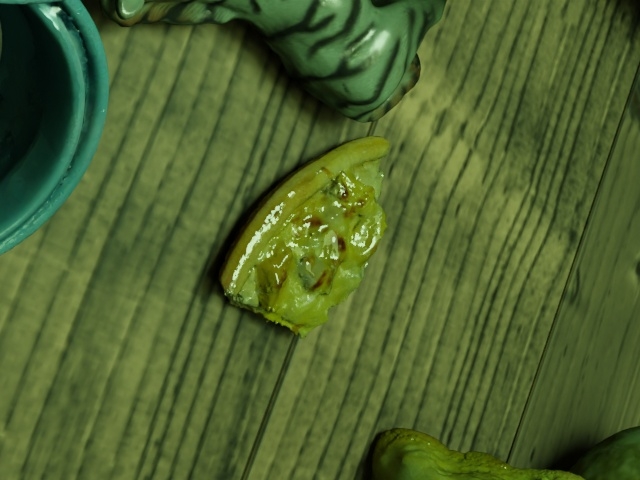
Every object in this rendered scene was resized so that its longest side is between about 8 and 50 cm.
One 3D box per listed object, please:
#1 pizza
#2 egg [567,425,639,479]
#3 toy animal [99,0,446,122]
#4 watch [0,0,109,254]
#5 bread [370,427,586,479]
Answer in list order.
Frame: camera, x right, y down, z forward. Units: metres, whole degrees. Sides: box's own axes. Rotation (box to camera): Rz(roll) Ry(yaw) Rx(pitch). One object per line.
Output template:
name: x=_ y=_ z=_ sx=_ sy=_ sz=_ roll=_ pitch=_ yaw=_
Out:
pizza: x=0.000 y=0.000 z=0.718 sx=0.160 sy=0.035 sz=0.099 roll=-41 pitch=120 yaw=-27
egg: x=0.257 y=0.286 z=0.846 sx=0.238 sy=0.238 sz=0.290 roll=19 pitch=59 yaw=-39
toy animal: x=-0.015 y=-0.175 z=0.654 sx=0.255 sy=0.090 sz=0.170 roll=17 pitch=91 yaw=-37
watch: x=-0.174 y=-0.083 z=0.489 sx=0.211 sy=0.211 sz=0.193 roll=0 pitch=119 yaw=-39
bread: x=0.089 y=0.257 z=0.755 sx=0.088 sy=0.160 sz=0.233 roll=-1 pitch=101 yaw=-69
